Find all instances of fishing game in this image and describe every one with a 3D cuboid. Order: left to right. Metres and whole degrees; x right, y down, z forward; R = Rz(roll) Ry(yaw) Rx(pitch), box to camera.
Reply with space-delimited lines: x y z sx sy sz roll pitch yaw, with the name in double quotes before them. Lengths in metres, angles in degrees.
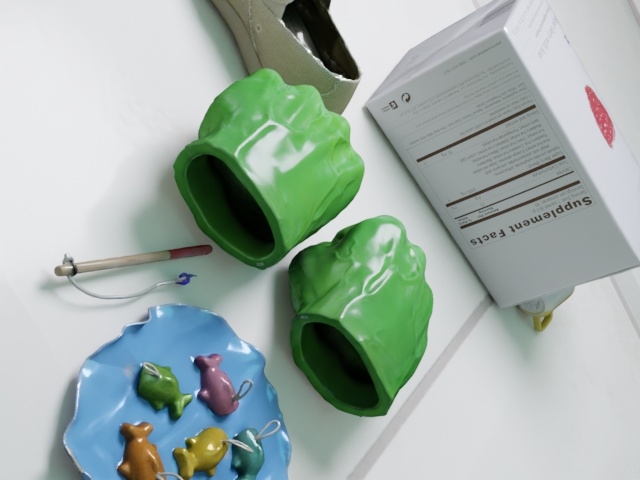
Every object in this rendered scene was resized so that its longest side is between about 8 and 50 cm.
"fishing game" -0.077 0.126 0.491 0.189 0.041 0.264 -8 77 -54

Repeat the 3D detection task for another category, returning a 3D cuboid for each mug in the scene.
"mug" 0.273 0.068 0.928 0.064 0.062 0.078 -37 95 -44

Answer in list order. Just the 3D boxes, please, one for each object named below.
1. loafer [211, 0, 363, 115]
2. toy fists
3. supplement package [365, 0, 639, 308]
"loafer" -0.039 -0.223 0.674 0.102 0.092 0.268 -34 98 -52
"toy fists" 0.000 0.000 0.606 0.279 0.096 0.142 57 45 -16
"supplement package" 0.222 -0.104 0.857 0.293 0.175 0.177 54 38 -17
